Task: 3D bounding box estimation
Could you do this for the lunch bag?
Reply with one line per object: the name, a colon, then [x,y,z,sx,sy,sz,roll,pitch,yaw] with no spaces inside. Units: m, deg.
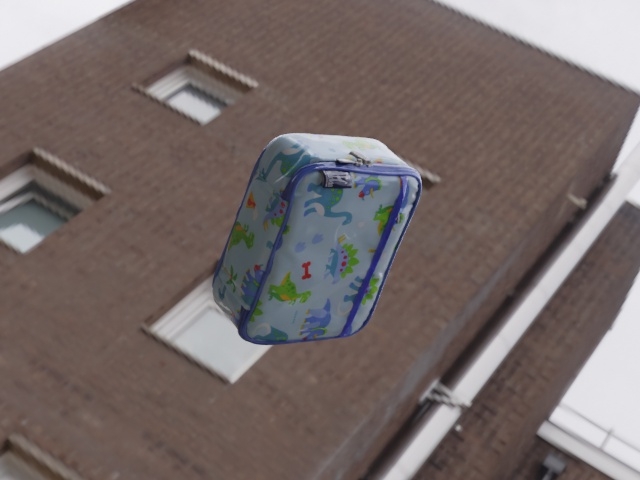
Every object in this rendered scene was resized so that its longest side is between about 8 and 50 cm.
lunch bag: [0.000,0.000,1.188,0.090,0.176,0.219,47,-56,43]
